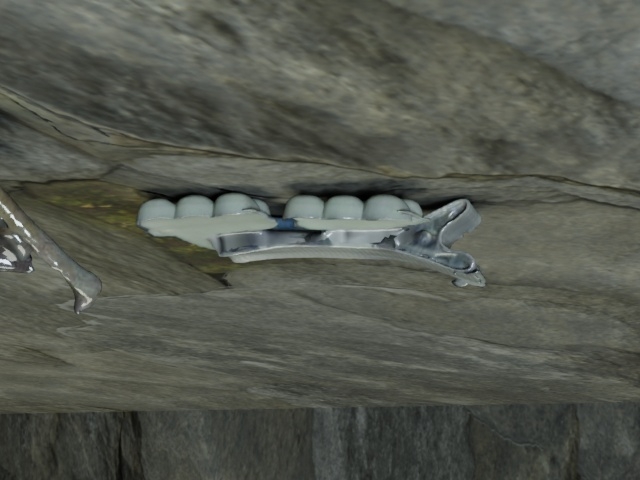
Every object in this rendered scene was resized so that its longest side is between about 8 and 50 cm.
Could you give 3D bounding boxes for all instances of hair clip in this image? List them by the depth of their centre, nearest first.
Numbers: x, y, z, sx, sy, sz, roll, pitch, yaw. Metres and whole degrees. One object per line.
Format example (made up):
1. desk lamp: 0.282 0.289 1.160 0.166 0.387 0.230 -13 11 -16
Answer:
1. hair clip: 0.000 0.000 0.939 0.220 0.054 0.140 1 173 15

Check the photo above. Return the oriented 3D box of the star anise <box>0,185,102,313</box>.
1. star anise: -0.239 -0.028 0.745 0.262 0.081 0.230 12 168 2
